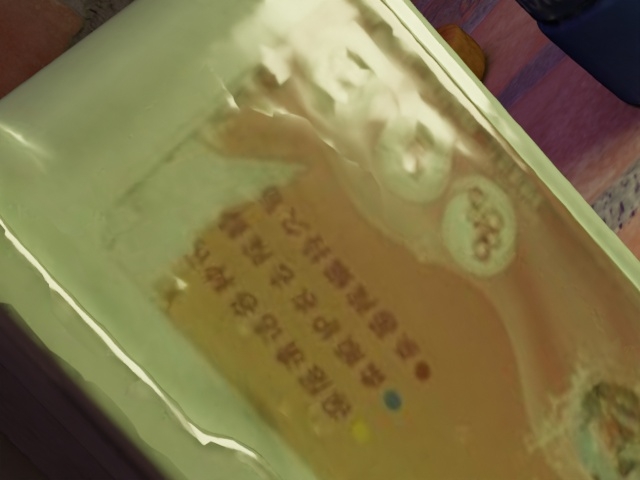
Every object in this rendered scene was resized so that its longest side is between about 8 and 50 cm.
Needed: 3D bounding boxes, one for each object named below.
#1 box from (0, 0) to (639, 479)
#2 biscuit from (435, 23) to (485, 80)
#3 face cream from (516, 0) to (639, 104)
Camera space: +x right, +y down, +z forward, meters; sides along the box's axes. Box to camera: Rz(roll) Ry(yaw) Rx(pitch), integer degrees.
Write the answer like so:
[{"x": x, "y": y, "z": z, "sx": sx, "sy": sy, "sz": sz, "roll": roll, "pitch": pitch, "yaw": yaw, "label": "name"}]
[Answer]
[{"x": 0.005, "y": 0.051, "z": 0.419, "sx": 0.182, "sy": 0.312, "sz": 0.175, "roll": -48, "pitch": 9, "yaw": -27, "label": "box"}, {"x": 0.004, "y": -0.059, "z": 1.347, "sx": 0.455, "sy": 0.078, "sz": 0.349, "roll": -43, "pitch": 10, "yaw": 35, "label": "biscuit"}, {"x": 0.197, "y": -0.246, "z": 0.789, "sx": 0.249, "sy": 0.225, "sz": 0.249, "roll": -49, "pitch": 10, "yaw": 12, "label": "face cream"}]
